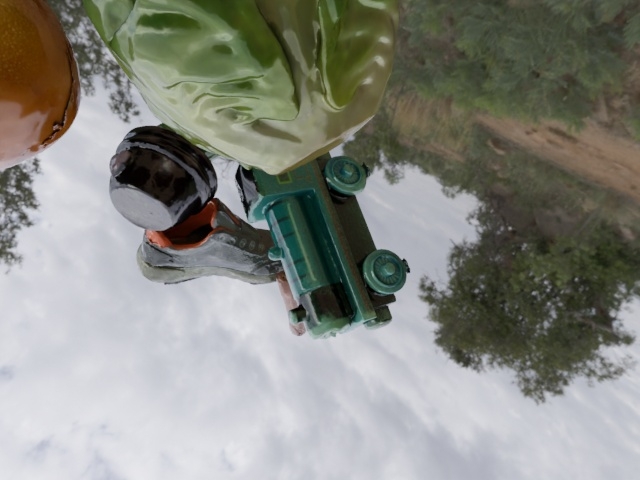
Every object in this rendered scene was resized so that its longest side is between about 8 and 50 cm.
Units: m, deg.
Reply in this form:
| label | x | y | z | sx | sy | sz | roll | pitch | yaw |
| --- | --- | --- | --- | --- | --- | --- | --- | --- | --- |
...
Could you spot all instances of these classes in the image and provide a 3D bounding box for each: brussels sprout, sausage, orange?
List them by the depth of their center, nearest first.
| label | x | y | z | sx | sy | sz | roll | pitch | yaw |
| --- | --- | --- | --- | --- | --- | --- | --- | --- | --- |
| brussels sprout | -0.058 | -0.205 | 0.412 | 0.294 | 0.259 | 0.227 | 60 | 167 | -18 |
| orange | -0.377 | -0.180 | 0.448 | 0.240 | 0.240 | 0.240 | 28 | -165 | -8 |
| sausage | -0.051 | 0.127 | 0.859 | 0.043 | 0.186 | 0.043 | -5 | -137 | 5 |

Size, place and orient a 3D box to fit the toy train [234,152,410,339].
| label | x | y | z | sx | sy | sz | roll | pitch | yaw |
| --- | --- | --- | --- | --- | --- | --- | --- | --- | --- |
| toy train | 0.000 | 0.000 | 0.672 | 0.194 | 0.120 | 0.298 | -12 | -108 | -27 |

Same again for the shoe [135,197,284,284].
| label | x | y | z | sx | sy | sz | roll | pitch | yaw |
| --- | --- | --- | --- | --- | --- | --- | --- | --- | --- |
| shoe | -0.180 | -0.012 | 0.875 | 0.336 | 0.171 | 0.132 | 0 | -133 | -20 |

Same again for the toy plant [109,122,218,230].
| label | x | y | z | sx | sy | sz | roll | pitch | yaw |
| --- | --- | --- | --- | --- | --- | --- | --- | --- | --- |
| toy plant | -0.260 | -0.135 | 0.793 | 0.175 | 0.218 | 0.235 | 47 | -132 | -31 |
